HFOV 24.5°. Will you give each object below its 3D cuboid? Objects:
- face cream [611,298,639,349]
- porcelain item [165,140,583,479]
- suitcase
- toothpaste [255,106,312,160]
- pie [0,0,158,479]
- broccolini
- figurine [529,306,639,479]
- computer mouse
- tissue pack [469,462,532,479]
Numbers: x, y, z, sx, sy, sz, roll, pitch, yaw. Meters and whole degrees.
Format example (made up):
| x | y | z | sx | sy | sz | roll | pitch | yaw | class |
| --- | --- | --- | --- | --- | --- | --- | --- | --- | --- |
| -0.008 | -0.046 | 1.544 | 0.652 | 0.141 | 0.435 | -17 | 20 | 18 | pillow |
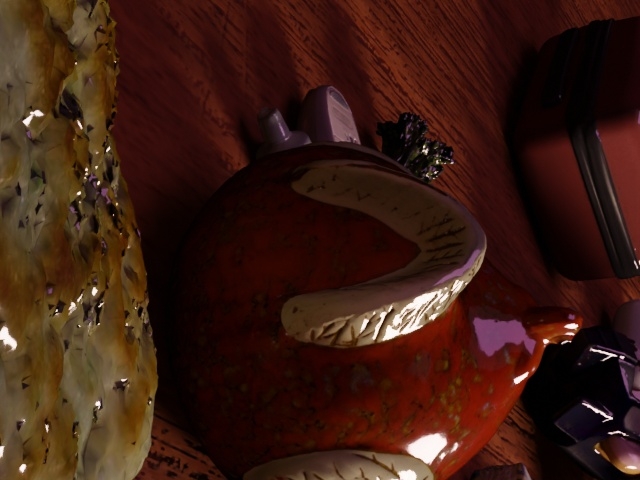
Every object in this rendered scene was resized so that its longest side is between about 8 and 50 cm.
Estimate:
| x | y | z | sx | sy | sz | roll | pitch | yaw | class |
| --- | --- | --- | --- | --- | --- | --- | --- | --- | --- |
| 0.385 | 0.220 | 1.768 | 0.163 | 0.080 | 0.336 | 65 | 26 | -25 | face cream |
| 0.040 | 0.051 | 0.888 | 0.253 | 0.253 | 0.253 | 41 | 43 | -54 | porcelain item |
| 0.336 | -0.111 | 1.711 | 0.236 | 0.161 | 0.297 | 67 | 27 | -24 | suitcase |
| 0.000 | 0.000 | 1.060 | 0.064 | 0.041 | 0.218 | -48 | 127 | -40 | toothpaste |
| -0.173 | -0.040 | 0.523 | 0.395 | 0.180 | 0.418 | -44 | 125 | -63 | pie |
| 0.044 | -0.026 | 1.185 | 0.074 | 0.058 | 0.201 | 52 | 48 | -20 | broccolini |
| 0.323 | 0.184 | 1.521 | 0.143 | 0.308 | 0.308 | -61 | 152 | 2 | figurine |
| 0.004 | -0.067 | 1.099 | 0.066 | 0.039 | 0.096 | 32 | 43 | -60 | computer mouse |
| 0.174 | 0.283 | 1.289 | 0.108 | 0.060 | 0.148 | -77 | 147 | -46 | tissue pack |
